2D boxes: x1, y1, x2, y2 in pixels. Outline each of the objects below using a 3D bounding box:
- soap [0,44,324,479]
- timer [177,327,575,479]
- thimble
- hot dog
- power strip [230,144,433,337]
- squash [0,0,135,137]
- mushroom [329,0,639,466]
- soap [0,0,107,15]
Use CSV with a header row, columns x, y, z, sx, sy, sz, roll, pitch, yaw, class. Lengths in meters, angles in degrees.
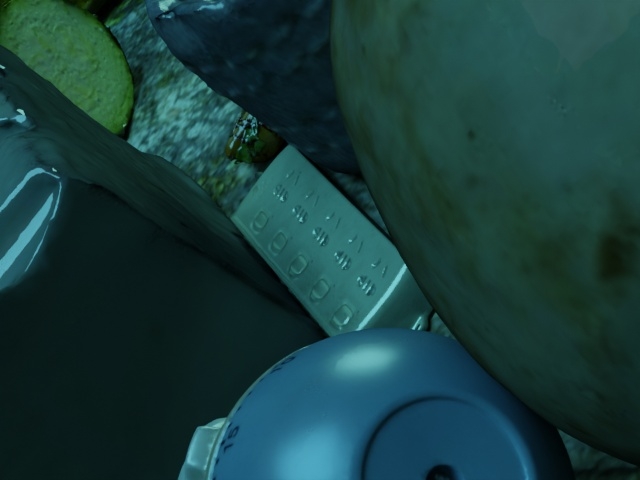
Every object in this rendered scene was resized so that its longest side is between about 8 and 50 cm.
x,y,z,sx,sy,sz,roll,pitch,yaw,class
-0.225,0.133,1.101,0.435,0.213,0.350,-53,27,2,soap
-0.002,0.121,0.842,0.255,0.175,0.175,-11,51,51,timer
0.024,-0.159,1.087,0.236,0.172,0.205,-10,55,49,thimble
-0.024,-0.101,1.231,0.122,0.037,0.049,-58,26,-10,hot dog
0.000,0.000,1.098,0.060,0.027,0.252,-52,29,5,power strip
-0.264,-0.084,1.475,0.247,0.132,0.132,-28,39,42,squash
0.160,-0.069,0.720,0.290,0.297,0.297,-34,27,-13,mushroom
-0.199,-0.268,1.529,0.338,0.169,0.304,-60,20,-9,soap
